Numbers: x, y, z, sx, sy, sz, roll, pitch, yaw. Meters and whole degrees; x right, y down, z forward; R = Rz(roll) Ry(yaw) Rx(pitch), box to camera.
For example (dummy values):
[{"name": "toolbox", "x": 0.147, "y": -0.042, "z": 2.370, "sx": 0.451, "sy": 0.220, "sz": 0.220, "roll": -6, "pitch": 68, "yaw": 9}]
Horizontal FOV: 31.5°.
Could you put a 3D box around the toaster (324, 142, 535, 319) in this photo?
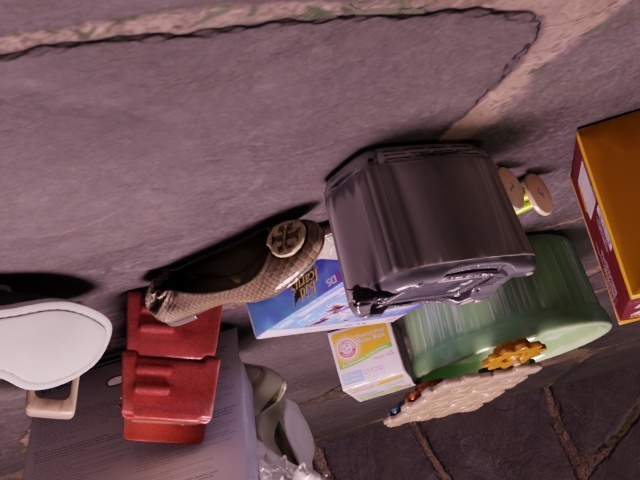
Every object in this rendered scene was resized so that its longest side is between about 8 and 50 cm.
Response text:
[{"name": "toaster", "x": 0.098, "y": -0.010, "z": 1.143, "sx": 0.227, "sy": 0.146, "sz": 0.129, "roll": -6, "pitch": 161, "yaw": -32}]

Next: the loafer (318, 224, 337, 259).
[{"name": "loafer", "x": 0.000, "y": 0.000, "z": 1.307, "sx": 0.125, "sy": 0.039, "sz": 0.045, "roll": -15, "pitch": 132, "yaw": -13}]

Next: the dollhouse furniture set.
[{"name": "dollhouse furniture set", "x": -0.311, "y": 0.152, "z": 1.402, "sx": 0.374, "sy": 0.152, "sz": 0.201, "roll": 5, "pitch": 161, "yaw": -9}]

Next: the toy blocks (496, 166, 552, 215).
[{"name": "toy blocks", "x": 0.179, "y": -0.029, "z": 1.326, "sx": 0.148, "sy": 0.054, "sz": 0.123, "roll": -26, "pitch": 161, "yaw": 34}]

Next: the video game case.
[{"name": "video game case", "x": 0.074, "y": 0.052, "z": 1.499, "sx": 0.244, "sy": 0.061, "sz": 0.269, "roll": -5, "pitch": 161, "yaw": -36}]

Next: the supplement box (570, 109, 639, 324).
[{"name": "supplement box", "x": 0.371, "y": -0.026, "z": 1.263, "sx": 0.129, "sy": 0.191, "sz": 0.194, "roll": -17, "pitch": 165, "yaw": 6}]

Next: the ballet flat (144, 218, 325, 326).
[{"name": "ballet flat", "x": -0.103, "y": 0.032, "z": 1.260, "sx": 0.250, "sy": 0.084, "sz": 0.058, "roll": -22, "pitch": 132, "yaw": 33}]

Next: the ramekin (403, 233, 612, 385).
[{"name": "ramekin", "x": 0.264, "y": 0.104, "z": 1.693, "sx": 0.303, "sy": 0.148, "sz": 0.303, "roll": -14, "pitch": 165, "yaw": -4}]

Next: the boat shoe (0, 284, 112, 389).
[{"name": "boat shoe", "x": -0.350, "y": 0.093, "z": 1.195, "sx": 0.302, "sy": 0.091, "sz": 0.114, "roll": 13, "pitch": 105, "yaw": -57}]

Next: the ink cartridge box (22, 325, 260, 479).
[{"name": "ink cartridge box", "x": -0.248, "y": 0.287, "z": 1.569, "sx": 0.324, "sy": 0.330, "sz": 0.071, "roll": -17, "pitch": 124, "yaw": 5}]

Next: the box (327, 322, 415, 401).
[{"name": "box", "x": 0.092, "y": 0.208, "z": 1.974, "sx": 0.114, "sy": 0.103, "sz": 0.203, "roll": -17, "pitch": 164, "yaw": 5}]

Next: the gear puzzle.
[{"name": "gear puzzle", "x": 0.208, "y": 0.193, "z": 1.608, "sx": 0.175, "sy": 0.044, "sz": 0.339, "roll": -8, "pitch": 160, "yaw": -20}]

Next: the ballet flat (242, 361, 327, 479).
[{"name": "ballet flat", "x": -0.084, "y": 0.268, "z": 1.663, "sx": 0.147, "sy": 0.409, "sz": 0.147, "roll": -12, "pitch": 124, "yaw": -18}]
